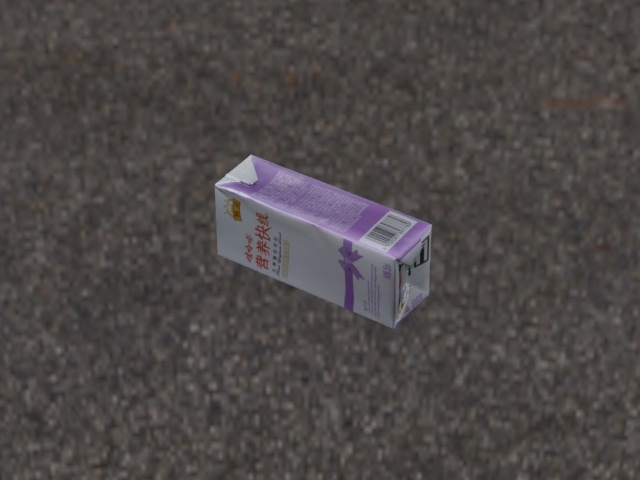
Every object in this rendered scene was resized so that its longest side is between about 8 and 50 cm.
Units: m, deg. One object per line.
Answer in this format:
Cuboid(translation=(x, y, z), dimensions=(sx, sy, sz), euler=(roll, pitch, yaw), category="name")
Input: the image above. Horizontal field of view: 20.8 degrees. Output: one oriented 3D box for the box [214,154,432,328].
Cuboid(translation=(0.000, 0.000, 0.906), dimensions=(0.117, 0.051, 0.036), euler=(20, 41, 28), category="box")
